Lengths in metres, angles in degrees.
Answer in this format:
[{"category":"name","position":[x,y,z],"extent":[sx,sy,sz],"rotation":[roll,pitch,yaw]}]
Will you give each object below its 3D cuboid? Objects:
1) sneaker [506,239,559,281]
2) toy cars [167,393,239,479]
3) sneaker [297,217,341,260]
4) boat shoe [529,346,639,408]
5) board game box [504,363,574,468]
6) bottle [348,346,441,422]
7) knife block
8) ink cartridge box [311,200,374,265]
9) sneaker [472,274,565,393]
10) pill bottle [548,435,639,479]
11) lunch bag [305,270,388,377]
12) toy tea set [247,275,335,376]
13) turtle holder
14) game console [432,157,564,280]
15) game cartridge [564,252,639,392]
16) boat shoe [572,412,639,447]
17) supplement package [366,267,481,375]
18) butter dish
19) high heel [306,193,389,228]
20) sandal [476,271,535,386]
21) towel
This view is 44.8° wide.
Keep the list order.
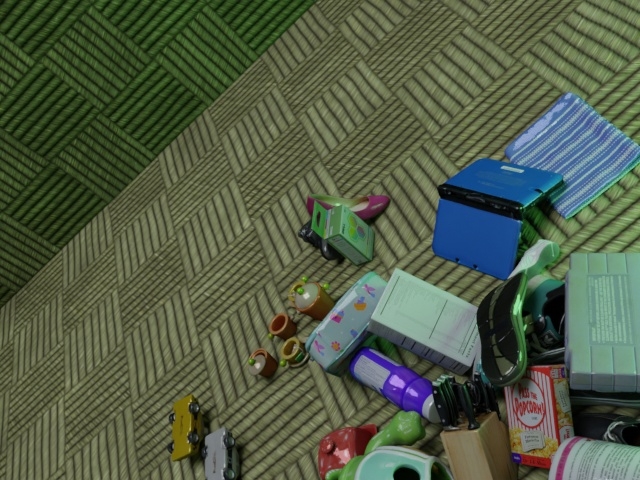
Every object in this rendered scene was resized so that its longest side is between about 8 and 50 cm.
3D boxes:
[{"category":"sneaker","position":[0.491,0.058,1.821],"extent":[0.152,0.054,0.061],"rotation":[-45,20,2]},{"category":"toy cars","position":[-0.319,0.583,2.185],"extent":[0.394,0.087,0.176],"rotation":[26,84,51]},{"category":"sneaker","position":[0.000,0.000,2.369],"extent":[0.130,0.087,0.227],"rotation":[-35,35,23]},{"category":"boat shoe","position":[0.563,0.255,1.495],"extent":[0.335,0.119,0.121],"rotation":[-18,46,37]},{"category":"board game box","position":[0.426,0.340,1.516],"extent":[0.147,0.045,0.193],"rotation":[159,108,-64]},{"category":"bottle","position":[0.186,0.341,1.827],"extent":[0.092,0.118,0.283],"rotation":[-55,36,-8]},{"category":"knife block","position":[0.297,0.407,1.538],"extent":[0.088,0.242,0.275],"rotation":[-17,47,39]},{"category":"ink cartridge box","position":[0.067,-0.029,2.211],"extent":[0.062,0.209,0.109],"rotation":[-23,44,34]},{"category":"sneaker","position":[0.446,0.210,1.674],"extent":[0.302,0.108,0.121],"rotation":[-54,31,-9]},{"category":"pill bottle","position":[0.549,0.432,1.314],"extent":[0.283,0.160,0.160],"rotation":[-3,56,46]},{"category":"lunch bag","position":[0.085,0.217,1.972],"extent":[0.108,0.224,0.279],"rotation":[41,88,17]},{"category":"toy tea set","position":[-0.099,0.242,2.217],"extent":[0.200,0.124,0.336],"rotation":[9,65,50]},{"category":"turtle holder","position":[0.168,0.529,1.598],"extent":[0.227,0.243,0.320],"rotation":[-32,3,27]},{"category":"game console","position":[0.443,-0.063,1.972],"extent":[0.250,0.173,0.293],"rotation":[-34,30,-22]},{"category":"game cartridge","position":[0.586,0.148,1.482],"extent":[0.230,0.068,0.355],"rotation":[-4,35,21]},{"category":"boat shoe","position":[0.565,0.357,1.440],"extent":[0.233,0.079,0.084],"rotation":[3,62,50]},{"category":"supplement package","position":[0.247,0.189,1.776],"extent":[0.244,0.134,0.139],"rotation":[26,73,8]},{"category":"butter dish","position":[0.048,0.504,1.826],"extent":[0.160,0.118,0.160],"rotation":[-27,41,27]},{"category":"high heel","position":[0.082,-0.117,2.293],"extent":[0.244,0.117,0.082],"rotation":[-14,37,1]},{"category":"sandal","position":[0.389,0.189,1.600],"extent":[0.120,0.086,0.302],"rotation":[-36,25,38]},{"category":"towel","position":[0.620,-0.222,1.939],"extent":[0.243,0.040,0.336],"rotation":[-42,36,13]}]
